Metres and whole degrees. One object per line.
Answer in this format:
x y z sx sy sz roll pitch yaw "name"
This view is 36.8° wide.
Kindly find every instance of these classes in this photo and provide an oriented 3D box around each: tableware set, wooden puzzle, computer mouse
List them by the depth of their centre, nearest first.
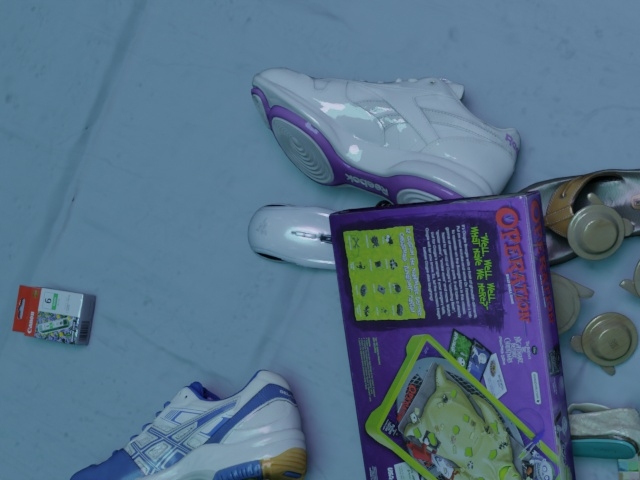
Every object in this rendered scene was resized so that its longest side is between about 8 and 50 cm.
0.276 0.047 0.930 0.141 0.020 0.169 35 100 -8 "tableware set"
0.314 0.211 0.935 0.049 0.006 0.083 -5 81 20 "wooden puzzle"
0.000 0.000 1.060 0.193 0.042 0.106 7 87 21 "computer mouse"

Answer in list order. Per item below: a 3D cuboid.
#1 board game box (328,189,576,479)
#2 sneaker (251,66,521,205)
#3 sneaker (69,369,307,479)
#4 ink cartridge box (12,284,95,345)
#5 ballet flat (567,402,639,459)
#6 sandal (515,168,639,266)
0.129 0.133 0.929 0.208 0.056 0.347 -3 98 35 "board game box"
0.068 -0.118 1.027 0.305 0.114 0.152 28 64 20 "sneaker"
-0.152 0.231 1.071 0.296 0.112 0.131 -17 60 16 "sneaker"
-0.336 0.090 1.182 0.115 0.029 0.063 7 86 21 "ink cartridge box"
0.233 0.187 0.951 0.168 0.057 0.052 -3 48 23 "ballet flat"
0.273 -0.027 0.952 0.219 0.060 0.090 -9 80 19 "sandal"
